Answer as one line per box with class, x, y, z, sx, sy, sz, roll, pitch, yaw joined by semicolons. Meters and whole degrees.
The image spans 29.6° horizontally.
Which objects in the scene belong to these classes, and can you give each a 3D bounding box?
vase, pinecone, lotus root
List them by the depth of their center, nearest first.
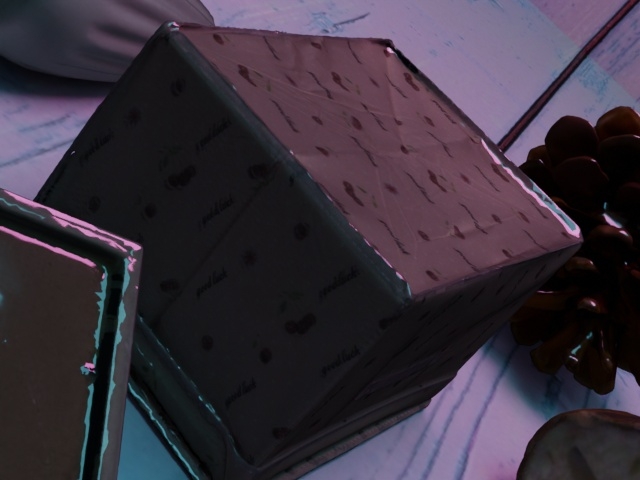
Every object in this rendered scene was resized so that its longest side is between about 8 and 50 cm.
lotus root;0.246;0.224;0.850;0.074;0.170;0.261;18;29;-48
vase;-0.164;-0.180;0.931;0.128;0.128;0.248;53;17;20
pinecone;0.276;0.024;1.116;0.264;0.264;0.264;34;26;-19

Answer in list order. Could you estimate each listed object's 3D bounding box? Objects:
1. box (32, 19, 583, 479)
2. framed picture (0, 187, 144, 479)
box;0.000;0.000;0.804;0.225;0.190;0.297;49;25;16
framed picture;-0.176;0.103;0.428;0.232;0.024;0.315;25;56;-35
